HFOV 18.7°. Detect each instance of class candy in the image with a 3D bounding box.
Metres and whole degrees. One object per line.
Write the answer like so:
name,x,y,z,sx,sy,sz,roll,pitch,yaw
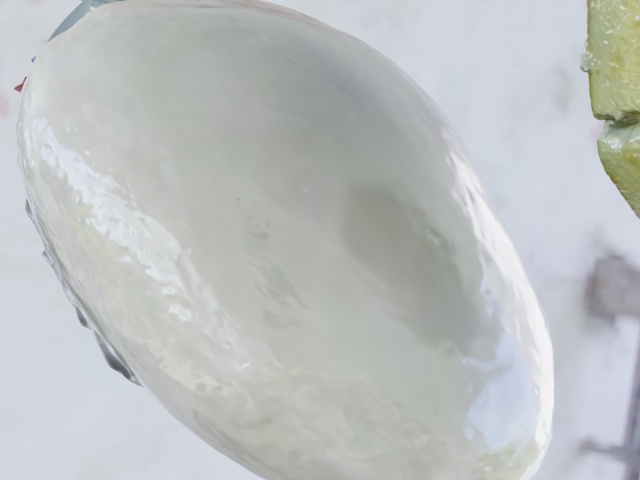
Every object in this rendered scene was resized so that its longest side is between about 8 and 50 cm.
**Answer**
candy,0.000,0.000,1.272,0.386,0.186,0.427,6,45,-43

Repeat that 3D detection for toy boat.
toy boat,-0.186,-0.171,1.523,0.149,0.034,0.105,-28,-21,2

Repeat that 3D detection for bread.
bread,0.232,-0.125,1.175,0.124,0.257,0.186,5,7,33
